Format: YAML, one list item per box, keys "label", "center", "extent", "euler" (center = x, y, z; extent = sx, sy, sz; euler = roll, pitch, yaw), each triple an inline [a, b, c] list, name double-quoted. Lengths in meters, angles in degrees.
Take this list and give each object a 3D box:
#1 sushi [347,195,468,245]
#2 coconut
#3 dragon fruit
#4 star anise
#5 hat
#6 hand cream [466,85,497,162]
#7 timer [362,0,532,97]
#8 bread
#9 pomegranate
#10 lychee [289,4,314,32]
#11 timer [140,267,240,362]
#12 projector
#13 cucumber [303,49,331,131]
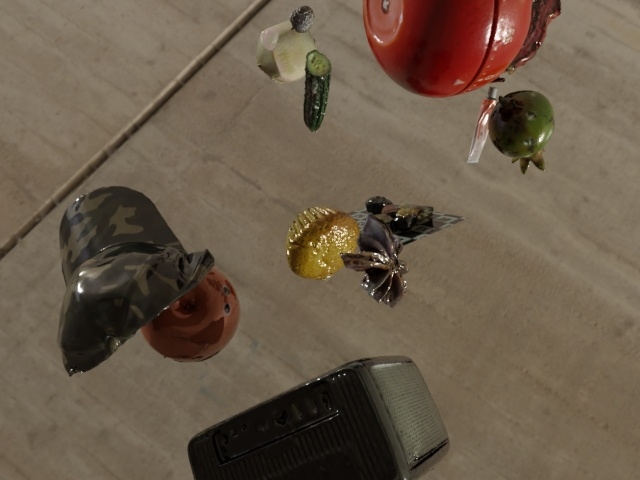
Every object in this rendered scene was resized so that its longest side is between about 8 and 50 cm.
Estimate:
- label: "sushi"
  center: [0.220, -0.088, 1.845]
  extent: [0.359, 0.343, 0.064]
  euler: [14, -65, 43]
- label: "coconut"
  center: [-0.128, -0.697, 2.187]
  extent: [0.227, 0.231, 0.227]
  euler: [-20, 90, -86]
- label: "dragon fruit"
  center: [0.484, -0.556, 1.526]
  extent: [0.240, 0.330, 0.302]
  euler: [56, 8, -50]
- label: "star anise"
  center: [0.135, 0.048, 1.365]
  extent: [0.093, 0.229, 0.236]
  euler: [-10, -5, 38]
- label: "hat"
  center: [-0.428, 0.048, 1.133]
  extent: [0.381, 0.366, 0.257]
  euler: [49, 2, 14]
- label: "hand cream"
  center: [0.453, -0.321, 1.642]
  extent: [0.052, 0.216, 0.038]
  euler: [4, 20, -19]
- label: "timer"
  center: [0.249, -0.487, 1.208]
  extent: [0.378, 0.279, 0.377]
  euler: [167, -90, -71]
- label: "bread"
  center: [0.002, 0.001, 1.677]
  extent: [0.139, 0.240, 0.240]
  euler: [57, -6, 36]
- label: "pomegranate"
  center: [0.460, -0.249, 1.362]
  extent: [0.156, 0.156, 0.220]
  euler: [30, -23, 24]
- label: "lychee"
  center: [-0.052, -0.617, 1.639]
  extent: [0.068, 0.067, 0.083]
  euler: [39, -51, -22]
- label: "timer"
  center: [-0.298, 0.163, 1.339]
  extent: [0.230, 0.229, 0.215]
  euler: [36, -14, 7]
- label: "projector"
  center: [0.016, 0.402, 1.141]
  extent: [0.405, 0.395, 0.242]
  euler: [25, 40, -66]
- label: "cucumber"
  center: [-0.013, -0.403, 1.618]
  extent: [0.077, 0.077, 0.265]
  euler: [35, -25, 12]
